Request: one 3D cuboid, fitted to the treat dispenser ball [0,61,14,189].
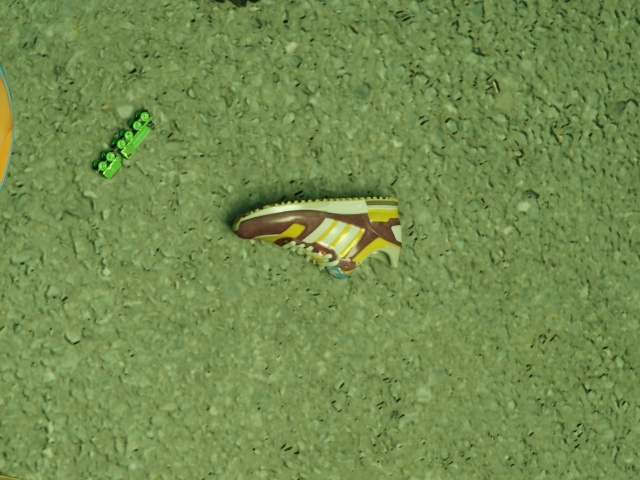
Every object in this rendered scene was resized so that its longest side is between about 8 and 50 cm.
[{"bbox_3d":[-0.419,-0.103,1.761,0.288,0.288,0.288,-1,92,-21],"label":"treat dispenser ball"}]

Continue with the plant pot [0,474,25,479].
[{"bbox_3d":[-0.293,0.390,1.880,0.237,0.237,0.254,24,99,-20],"label":"plant pot"}]

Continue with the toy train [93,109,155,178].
[{"bbox_3d":[-0.196,-0.096,1.990,0.024,0.017,0.083,46,76,-26],"label":"toy train"}]

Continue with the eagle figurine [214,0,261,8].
[{"bbox_3d":[-0.093,-0.411,1.952,0.226,0.225,0.298,-11,135,18],"label":"eagle figurine"}]

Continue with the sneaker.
[{"bbox_3d":[0.000,0.000,2.040,0.185,0.069,0.084,-5,89,-20],"label":"sneaker"}]
